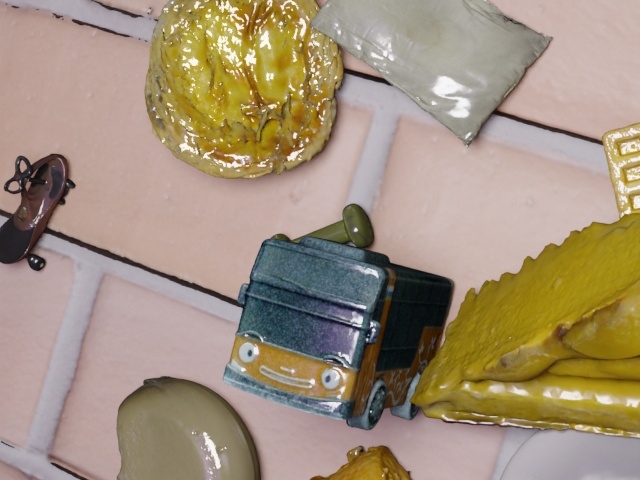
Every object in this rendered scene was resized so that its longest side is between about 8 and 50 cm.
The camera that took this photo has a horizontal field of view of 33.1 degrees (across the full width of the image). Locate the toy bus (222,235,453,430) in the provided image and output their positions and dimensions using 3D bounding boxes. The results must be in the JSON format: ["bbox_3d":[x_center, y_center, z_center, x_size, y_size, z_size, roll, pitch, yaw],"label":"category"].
[{"bbox_3d":[0.029,0.088,1.064,0.139,0.275,0.167,15,92,22],"label":"toy bus"}]

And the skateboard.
[{"bbox_3d":[-0.364,-0.041,1.333,0.067,0.080,0.151,28,96,27],"label":"skateboard"}]

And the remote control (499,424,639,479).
[{"bbox_3d":[0.328,0.281,1.024,0.332,0.103,0.221,4,83,23],"label":"remote control"}]

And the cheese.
[{"bbox_3d":[-0.158,0.251,1.233,0.175,0.091,0.202,-22,78,20],"label":"cheese"}]

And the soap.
[{"bbox_3d":[0.231,0.045,0.965,0.339,0.304,0.169,2,45,21],"label":"soap"}]

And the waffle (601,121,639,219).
[{"bbox_3d":[0.382,-0.074,1.055,0.191,0.032,0.125,-12,82,23],"label":"waffle"}]

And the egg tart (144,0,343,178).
[{"bbox_3d":[-0.088,-0.183,1.218,0.232,0.098,0.252,-25,82,1],"label":"egg tart"}]

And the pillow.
[{"bbox_3d":[0.116,-0.223,1.152,0.230,0.050,0.148,40,90,17],"label":"pillow"}]

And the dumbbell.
[{"bbox_3d":[0.000,0.000,1.201,0.118,0.046,0.052,-22,74,20],"label":"dumbbell"}]

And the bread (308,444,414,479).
[{"bbox_3d":[0.068,0.329,1.119,0.143,0.139,0.229,-39,76,8],"label":"bread"}]
